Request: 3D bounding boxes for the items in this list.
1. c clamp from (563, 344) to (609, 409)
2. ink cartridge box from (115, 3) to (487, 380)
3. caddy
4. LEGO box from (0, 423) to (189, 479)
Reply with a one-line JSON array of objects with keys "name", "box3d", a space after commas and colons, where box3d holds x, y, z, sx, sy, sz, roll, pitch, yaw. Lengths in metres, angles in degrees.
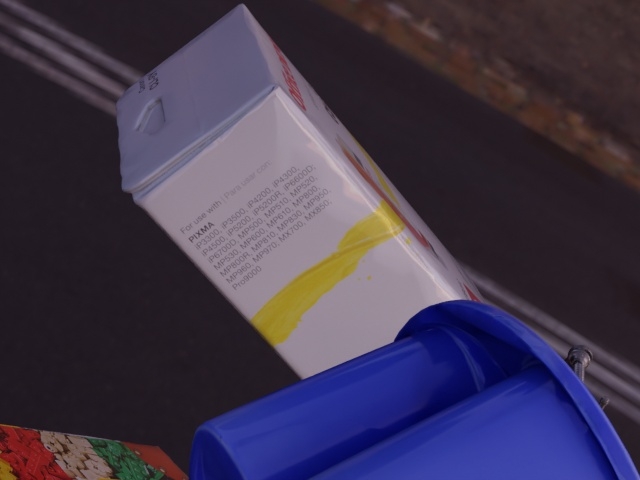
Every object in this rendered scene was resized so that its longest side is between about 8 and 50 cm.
[{"name": "c clamp", "box3d": [0.211, 0.145, 1.348, 0.022, 0.137, 0.160, 26, 28, -6]}, {"name": "ink cartridge box", "box3d": [0.000, 0.000, 1.446, 0.384, 0.160, 0.279, 48, 8, -23]}, {"name": "caddy", "box3d": [0.070, 0.201, 0.749, 0.179, 0.341, 0.241, -15, 14, -23]}, {"name": "LEGO box", "box3d": [-0.317, 0.394, 1.228, 0.193, 0.500, 0.372, 42, 10, 30]}]
